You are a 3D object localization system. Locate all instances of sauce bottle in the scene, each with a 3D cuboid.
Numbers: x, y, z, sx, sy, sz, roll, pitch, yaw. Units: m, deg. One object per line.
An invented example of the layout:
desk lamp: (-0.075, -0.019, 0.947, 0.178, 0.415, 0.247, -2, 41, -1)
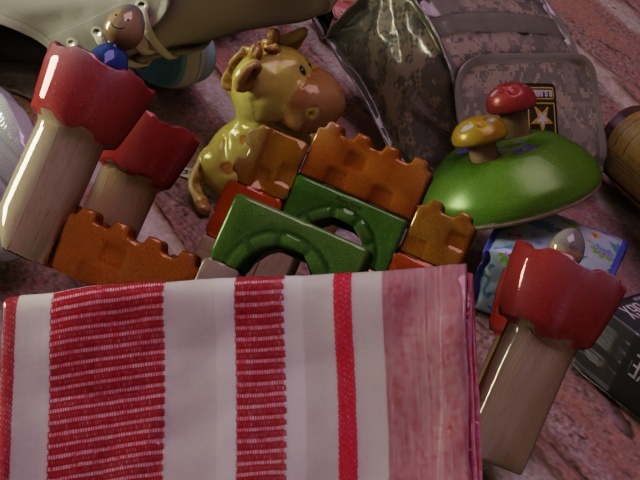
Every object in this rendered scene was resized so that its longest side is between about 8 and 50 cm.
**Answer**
sauce bottle: (0.401, -0.054, 1.781, 0.111, 0.111, 0.344, 10, 19, -14)

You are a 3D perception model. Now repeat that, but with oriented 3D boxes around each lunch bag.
lunch bag: (0.228, 0.023, 1.633, 0.129, 0.096, 0.151, 22, 39, 9)
lunch bag: (0.180, -0.174, 1.865, 0.235, 0.169, 0.287, -6, 57, -39)

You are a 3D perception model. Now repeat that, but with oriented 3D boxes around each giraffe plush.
giraffe plush: (-0.041, -0.120, 1.652, 0.210, 0.170, 0.181, 11, 30, -12)

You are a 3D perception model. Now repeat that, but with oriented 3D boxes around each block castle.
block castle: (0.000, 0.000, 1.296, 0.453, 0.213, 0.303, 23, -4, 7)

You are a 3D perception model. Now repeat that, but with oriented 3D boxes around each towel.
towel: (-0.058, 0.135, 1.101, 0.329, 0.037, 0.237, -3, 70, 7)

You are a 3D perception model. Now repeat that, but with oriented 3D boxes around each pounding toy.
pounding toy: (0.152, -0.085, 1.634, 0.237, 0.110, 0.183, -13, 16, 4)

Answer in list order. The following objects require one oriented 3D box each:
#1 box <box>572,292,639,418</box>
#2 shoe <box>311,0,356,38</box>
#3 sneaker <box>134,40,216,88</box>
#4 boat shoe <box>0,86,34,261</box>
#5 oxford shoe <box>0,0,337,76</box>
box: (0.430, 0.128, 1.585, 0.307, 0.076, 0.242, -13, 41, -43)
shoe: (0.052, -0.254, 2.049, 0.081, 0.063, 0.178, 0, 29, -26)
sneaker: (-0.135, -0.276, 1.916, 0.208, 0.127, 0.319, -1, 35, -28)
boat shoe: (-0.310, -0.096, 1.511, 0.119, 0.121, 0.335, 35, 15, -51)
oxford shoe: (-0.196, -0.229, 1.680, 0.449, 0.169, 0.130, 0, 65, 18)
